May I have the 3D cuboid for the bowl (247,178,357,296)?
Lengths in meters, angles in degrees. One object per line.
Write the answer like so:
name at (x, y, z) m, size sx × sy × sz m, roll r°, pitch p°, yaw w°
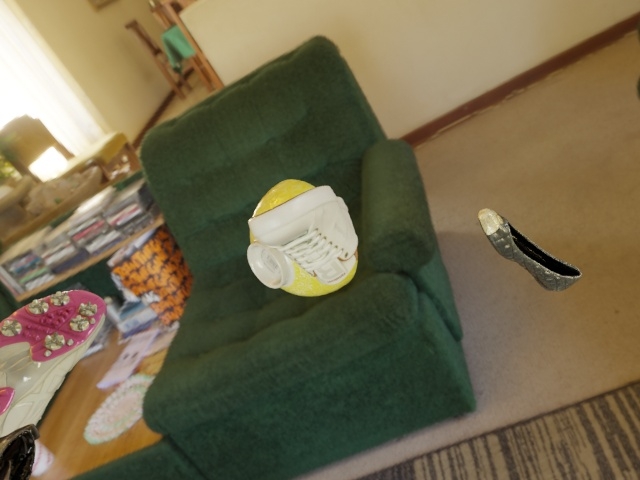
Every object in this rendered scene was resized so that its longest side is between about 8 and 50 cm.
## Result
bowl at (-0.073, 0.023, 1.472) m, size 0.156 × 0.290 × 0.289 m, roll -35°, pitch 22°, yaw -36°

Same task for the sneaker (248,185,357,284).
sneaker at (0.000, 0.000, 0.884) m, size 0.105 × 0.123 × 0.290 m, roll -25°, pitch -7°, yaw 18°

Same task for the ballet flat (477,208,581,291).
ballet flat at (0.266, 0.007, 0.829) m, size 0.049 × 0.173 × 0.058 m, roll -37°, pitch 29°, yaw 38°

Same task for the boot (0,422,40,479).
boot at (-0.395, 0.267, 0.590) m, size 0.228 × 0.091 × 0.263 m, roll -17°, pitch 18°, yaw -1°

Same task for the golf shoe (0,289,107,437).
golf shoe at (-0.413, 0.192, 0.889) m, size 0.115 × 0.140 × 0.306 m, roll 24°, pitch 43°, yaw 14°
